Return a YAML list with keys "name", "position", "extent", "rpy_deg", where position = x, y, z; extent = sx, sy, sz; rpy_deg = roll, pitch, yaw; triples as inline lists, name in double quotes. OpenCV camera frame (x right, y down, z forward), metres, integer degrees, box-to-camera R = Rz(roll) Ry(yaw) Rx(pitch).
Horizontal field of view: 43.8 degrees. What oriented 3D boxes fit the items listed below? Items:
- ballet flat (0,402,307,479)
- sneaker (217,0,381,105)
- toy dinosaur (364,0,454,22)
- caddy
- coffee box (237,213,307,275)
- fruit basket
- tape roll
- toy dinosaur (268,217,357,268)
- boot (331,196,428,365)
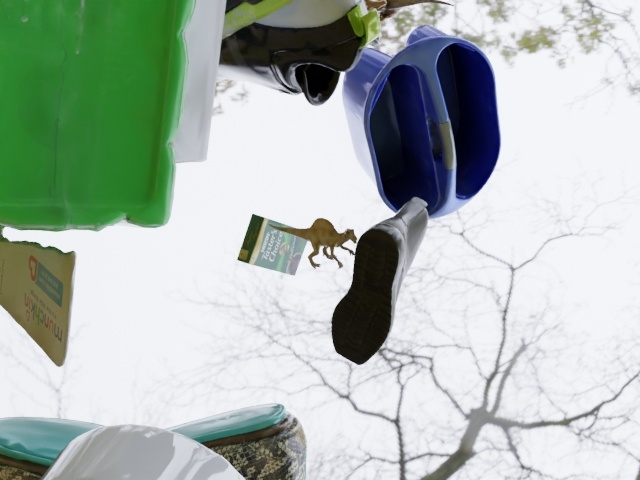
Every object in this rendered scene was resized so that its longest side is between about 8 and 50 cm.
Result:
- name: "ballet flat"
  position: [-0.253, 0.331, 1.093]
  extent: [0.483, 0.164, 0.182]
  rpy_deg: [-5, -83, 8]
- name: "sneaker"
  position: [-0.037, -0.125, 0.541]
  extent: [0.097, 0.084, 0.235]
  rpy_deg: [54, -20, -14]
- name: "toy dinosaur"
  position: [0.138, -0.448, 1.515]
  extent: [0.211, 0.112, 0.064]
  rpy_deg: [17, -50, 56]
- name: "caddy"
  position: [0.179, -0.195, 1.356]
  extent: [0.179, 0.241, 0.341]
  rpy_deg: [53, -15, 51]
- name: "coffee box"
  position: [-0.104, 0.013, 1.801]
  extent: [0.040, 0.184, 0.113]
  rpy_deg: [19, -91, 35]
- name: "fruit basket"
  position: [-0.185, -0.141, 0.468]
  extent: [0.353, 0.165, 0.327]
  rpy_deg: [28, -67, 57]
- name: "tape roll"
  position: [-0.203, 0.351, 0.900]
  extent: [0.286, 0.100, 0.286]
  rpy_deg: [5, -64, 10]
- name: "toy dinosaur"
  position: [0.000, 0.000, 1.441]
  extent: [0.183, 0.053, 0.092]
  rpy_deg: [6, -61, 32]
- name: "boot"
  position: [0.086, 0.051, 1.006]
  extent: [0.077, 0.137, 0.198]
  rpy_deg: [28, -57, 15]
